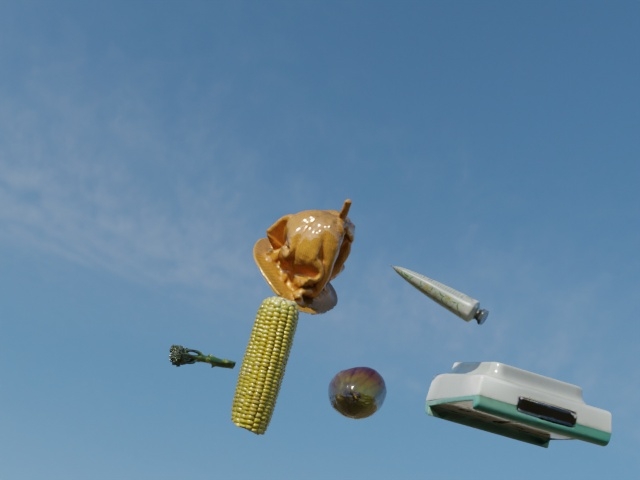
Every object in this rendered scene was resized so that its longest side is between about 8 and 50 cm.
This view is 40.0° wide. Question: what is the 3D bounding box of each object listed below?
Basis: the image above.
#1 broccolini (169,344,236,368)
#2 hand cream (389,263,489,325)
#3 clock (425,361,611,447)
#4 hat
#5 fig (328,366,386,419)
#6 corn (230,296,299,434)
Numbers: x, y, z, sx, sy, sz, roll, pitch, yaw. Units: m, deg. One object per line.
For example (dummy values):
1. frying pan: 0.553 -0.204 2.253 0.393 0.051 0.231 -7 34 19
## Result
1. broccolini: -0.327 0.340 2.445 0.067 0.058 0.216 -6 -22 45
2. hand cream: 0.210 0.094 1.572 0.194 0.042 0.067 28 4 28
3. clock: 0.352 0.288 1.581 0.262 0.116 0.231 16 -17 -12
4. hat: 0.000 0.000 1.958 0.233 0.244 0.233 35 -65 -2
5. fig: 0.101 0.435 2.481 0.170 0.146 0.274 -5 -5 5
6. corn: -0.101 0.223 1.577 0.081 0.249 0.081 15 -8 2
